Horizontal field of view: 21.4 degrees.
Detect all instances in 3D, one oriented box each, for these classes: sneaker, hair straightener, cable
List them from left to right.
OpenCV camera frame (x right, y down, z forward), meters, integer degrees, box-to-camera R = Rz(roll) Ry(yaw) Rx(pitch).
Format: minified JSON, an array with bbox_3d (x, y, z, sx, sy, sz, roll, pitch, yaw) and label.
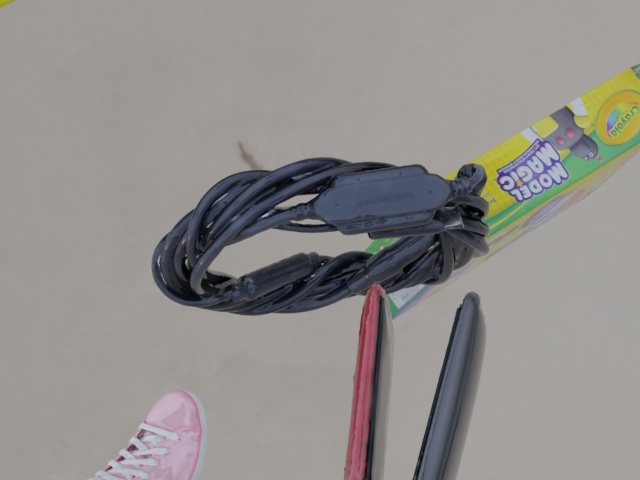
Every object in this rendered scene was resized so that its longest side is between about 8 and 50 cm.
[{"bbox_3d":[-0.122,0.156,1.120,0.051,0.070,0.134,12,76,35],"label":"sneaker"},{"bbox_3d":[0.000,0.000,0.918,0.184,0.150,0.047,-11,71,-5],"label":"cable"},{"bbox_3d":[0.048,0.121,0.656,0.089,0.047,0.230,2,56,12],"label":"hair straightener"}]

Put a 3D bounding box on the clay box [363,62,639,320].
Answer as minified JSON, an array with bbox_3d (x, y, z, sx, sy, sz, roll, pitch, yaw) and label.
[{"bbox_3d":[0.135,-0.036,1.120,0.222,0.127,0.053,-30,81,-28],"label":"clay box"}]

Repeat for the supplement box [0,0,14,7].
[{"bbox_3d":[-0.276,-0.186,0.912,0.356,0.195,0.194,-29,104,-9],"label":"supplement box"}]
